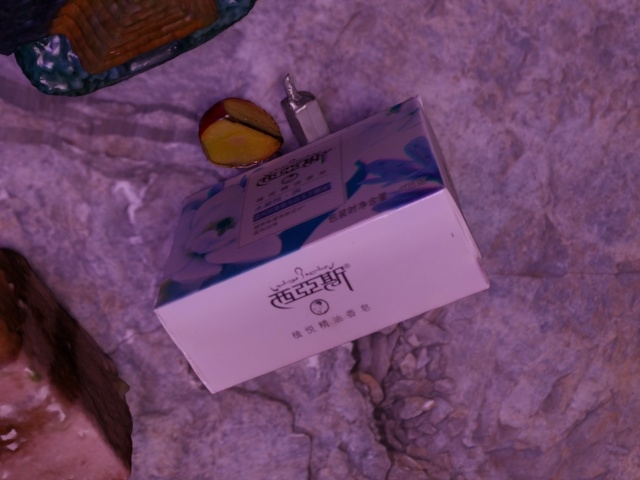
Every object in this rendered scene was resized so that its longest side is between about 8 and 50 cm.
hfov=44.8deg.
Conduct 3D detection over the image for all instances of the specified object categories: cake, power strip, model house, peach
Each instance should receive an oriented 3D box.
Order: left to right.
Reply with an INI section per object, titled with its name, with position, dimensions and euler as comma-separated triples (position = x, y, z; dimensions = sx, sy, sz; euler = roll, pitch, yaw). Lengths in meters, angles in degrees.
[cake]
position = -0.294, 0.179, 0.748
dimensions = 0.199, 0.196, 0.293
euler = -37, 117, -5
[model house]
position = -0.156, -0.236, 0.616
dimensions = 0.261, 0.241, 0.226
euler = -29, 115, -7
[peach]
position = -0.082, -0.114, 0.792
dimensions = 0.083, 0.050, 0.077
euler = -12, 137, -5
[power strip]
position = 0.001, -0.092, 0.833
dimensions = 0.030, 0.047, 0.191
euler = -30, 118, -11

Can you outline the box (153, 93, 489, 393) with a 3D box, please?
[box]
position = -0.002, -0.002, 0.737
dimensions = 0.274, 0.203, 0.116
euler = -22, 118, 13
